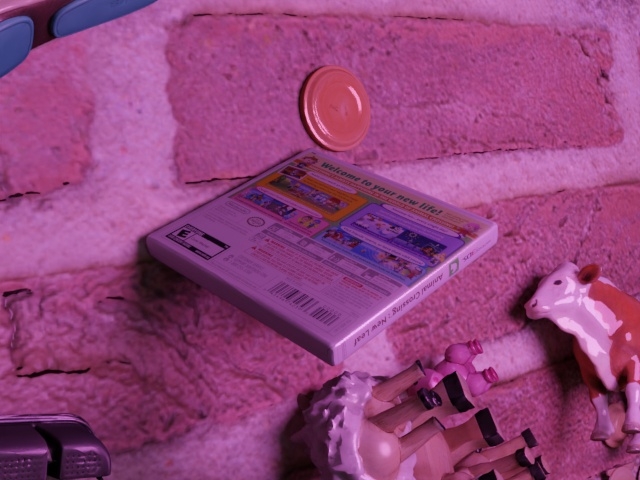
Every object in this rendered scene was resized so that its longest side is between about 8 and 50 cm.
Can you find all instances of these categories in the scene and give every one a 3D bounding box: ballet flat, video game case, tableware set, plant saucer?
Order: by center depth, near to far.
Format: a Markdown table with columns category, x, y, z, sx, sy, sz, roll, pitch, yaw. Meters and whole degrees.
| category | x | y | z | sx | sy | sz | roll | pitch | yaw |
| --- | --- | --- | --- | --- | --- | --- | --- | --- | --- |
| ballet flat | -0.219 | -0.171 | 0.623 | 0.248 | 0.086 | 0.086 | -37 | 109 | -35 |
| video game case | 0.000 | 0.000 | 0.696 | 0.193 | 0.212 | 0.023 | -33 | 133 | -34 |
| plant saucer | 0.017 | -0.127 | 0.833 | 0.083 | 0.013 | 0.083 | 3 | 84 | -37 |
| tableware set | 0.399 | 0.270 | 1.100 | 0.141 | 0.020 | 0.169 | 5 | 82 | -38 |

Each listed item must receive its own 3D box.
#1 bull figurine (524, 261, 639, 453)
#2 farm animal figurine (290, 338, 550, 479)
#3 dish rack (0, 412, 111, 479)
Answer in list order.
| category | x | y | z | sx | sy | sz | roll | pitch | yaw |
| --- | --- | --- | --- | --- | --- | --- | --- | --- | --- |
| bull figurine | 0.357 | 0.142 | 1.011 | 0.310 | 0.101 | 0.188 | 21 | 62 | -38 |
| farm animal figurine | 0.073 | 0.189 | 0.746 | 0.330 | 0.172 | 0.327 | 54 | 15 | -22 |
| dish rack | -0.243 | 0.258 | 0.573 | 0.208 | 0.074 | 0.272 | 6 | 85 | -36 |
